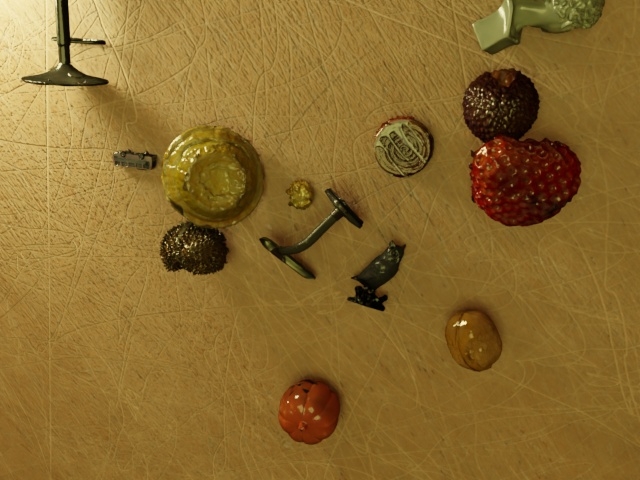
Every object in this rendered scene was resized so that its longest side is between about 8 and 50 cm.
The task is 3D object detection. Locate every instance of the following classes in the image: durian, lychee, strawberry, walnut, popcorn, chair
[{"bbox_3d":[-0.365,0.033,1.823,0.196,0.196,0.167,-11,111,18],"label":"durian"},{"bbox_3d":[0.420,-0.303,1.506,0.188,0.188,0.188,5,109,14],"label":"lychee"},{"bbox_3d":[0.489,-0.132,1.494,0.253,0.280,0.150,-19,59,7],"label":"strawberry"},{"bbox_3d":[0.410,0.270,1.726,0.144,0.144,0.180,-26,103,21],"label":"walnut"},{"bbox_3d":[-0.057,-0.123,1.765,0.083,0.057,0.082,-40,100,20],"label":"popcorn"},{"bbox_3d":[-0.679,-0.617,1.681,0.226,0.226,0.401,8,110,13],"label":"chair"}]

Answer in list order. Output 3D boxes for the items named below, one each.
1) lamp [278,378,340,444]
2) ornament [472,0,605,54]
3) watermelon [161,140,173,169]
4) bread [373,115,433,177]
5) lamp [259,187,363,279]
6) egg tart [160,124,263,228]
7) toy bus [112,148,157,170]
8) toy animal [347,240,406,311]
[{"bbox_3d":[-0.036,0.516,1.913,0.187,0.164,0.188,4,110,12],"label":"lamp"},{"bbox_3d":[0.489,-0.512,1.448,0.285,0.130,0.121,-9,92,18],"label":"ornament"},{"bbox_3d":[-0.396,-0.215,1.802,0.105,0.105,0.133,-12,104,19],"label":"watermelon"},{"bbox_3d":[0.210,-0.240,1.644,0.160,0.073,0.161,5,110,14],"label":"bread"},{"bbox_3d":[-0.001,0.005,1.755,0.283,0.124,0.203,-37,126,17],"label":"lamp"},{"bbox_3d":[-0.288,-0.163,1.728,0.290,0.115,0.290,-4,107,-12],"label":"egg tart"},{"bbox_3d":[-0.542,-0.235,1.872,0.130,0.037,0.052,8,112,14],"label":"toy bus"},{"bbox_3d":[0.159,0.087,1.777,0.117,0.121,0.210,36,100,49],"label":"toy animal"}]
